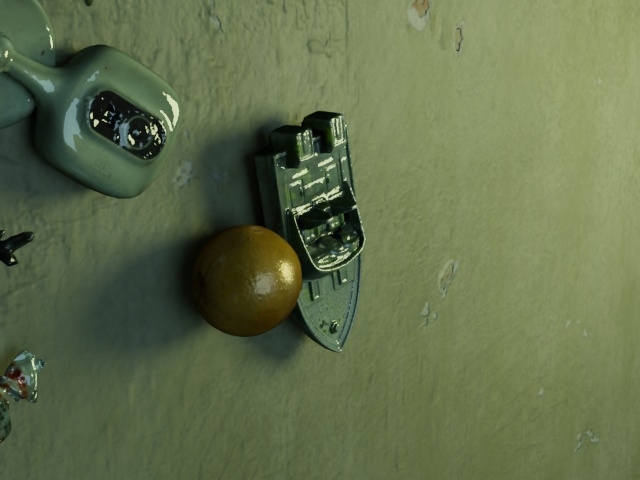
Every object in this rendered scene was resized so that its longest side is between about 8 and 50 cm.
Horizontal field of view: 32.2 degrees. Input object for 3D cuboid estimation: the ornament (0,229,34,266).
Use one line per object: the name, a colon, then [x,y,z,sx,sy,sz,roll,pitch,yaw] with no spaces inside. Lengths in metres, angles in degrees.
ornament: [-0.348,-0.037,0.984,0.080,0.236,0.202,34,78,-53]

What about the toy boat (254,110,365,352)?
toy boat: [0.000,0.000,1.412,0.141,0.092,0.319,-29,119,-42]

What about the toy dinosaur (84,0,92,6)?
toy dinosaur: [-0.236,-0.396,1.090,0.200,0.072,0.251,35,73,-29]

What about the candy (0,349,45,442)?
candy: [-0.398,0.208,1.116,0.292,0.059,0.086,-35,118,-33]

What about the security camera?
security camera: [-0.276,-0.156,1.138,0.301,0.080,0.157,31,79,-39]

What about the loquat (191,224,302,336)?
loquat: [-0.089,0.049,1.318,0.141,0.141,0.141,-11,107,-41]
